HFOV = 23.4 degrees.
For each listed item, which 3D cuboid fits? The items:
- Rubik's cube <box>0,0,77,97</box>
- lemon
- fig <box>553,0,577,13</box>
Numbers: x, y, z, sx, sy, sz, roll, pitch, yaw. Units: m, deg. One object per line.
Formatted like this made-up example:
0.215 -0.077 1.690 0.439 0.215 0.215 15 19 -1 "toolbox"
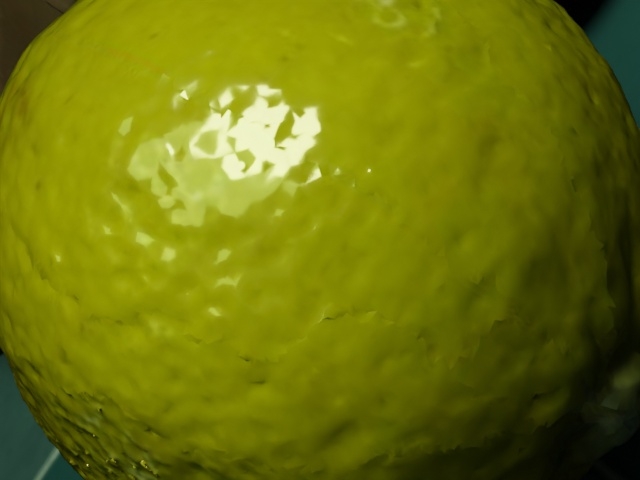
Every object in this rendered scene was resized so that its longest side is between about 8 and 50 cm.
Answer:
-0.247 -0.078 0.927 0.231 0.224 0.221 -29 51 27 "Rubik's cube"
-0.001 0.000 0.631 0.293 0.293 0.293 -21 54 33 "lemon"
0.082 -0.170 0.756 0.128 0.150 0.128 -7 34 5 "fig"
